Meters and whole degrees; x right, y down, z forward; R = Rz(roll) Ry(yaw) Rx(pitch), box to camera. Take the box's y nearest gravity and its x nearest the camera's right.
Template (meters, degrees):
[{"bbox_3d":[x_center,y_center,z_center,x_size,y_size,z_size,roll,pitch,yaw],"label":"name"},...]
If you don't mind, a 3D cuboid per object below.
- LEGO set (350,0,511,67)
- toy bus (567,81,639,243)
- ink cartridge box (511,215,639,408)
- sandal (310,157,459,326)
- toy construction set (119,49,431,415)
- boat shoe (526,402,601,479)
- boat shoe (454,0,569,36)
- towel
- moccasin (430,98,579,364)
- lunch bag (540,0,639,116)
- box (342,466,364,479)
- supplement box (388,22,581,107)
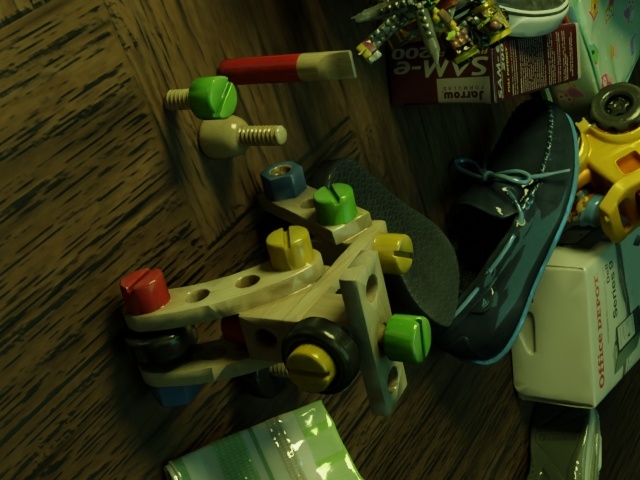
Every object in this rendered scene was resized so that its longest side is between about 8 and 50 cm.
[{"bbox_3d":[0.092,-0.317,0.784,0.255,0.192,0.331,-22,93,-6],"label":"LEGO set"},{"bbox_3d":[0.397,-0.072,1.270,0.149,0.220,0.211,50,12,-54],"label":"toy bus"},{"bbox_3d":[0.392,0.090,1.409,0.289,0.122,0.211,-27,114,-49],"label":"ink cartridge box"},{"bbox_3d":[0.071,0.001,1.035,0.254,0.054,0.097,46,55,-32],"label":"sandal"},{"bbox_3d":[0.000,0.000,0.778,0.257,0.237,0.308,-7,97,-53],"label":"toy construction set"},{"bbox_3d":[0.345,0.370,1.378,0.103,0.118,0.320,39,55,-43],"label":"boat shoe"},{"bbox_3d":[0.148,-0.291,0.974,0.301,0.102,0.108,10,44,-27],"label":"boat shoe"},{"bbox_3d":[-0.042,0.208,0.817,0.152,0.023,0.113,-20,67,-21],"label":"towel"},{"bbox_3d":[0.217,-0.024,1.154,0.117,0.138,0.342,26,72,-30],"label":"moccasin"},{"bbox_3d":[0.382,-0.312,1.375,0.279,0.108,0.224,-54,134,-36],"label":"lunch bag"},{"bbox_3d":[0.011,0.302,0.919,0.203,0.114,0.103,55,50,-38],"label":"box"},{"bbox_3d":[0.195,-0.204,1.113,0.239,0.130,0.073,-24,112,-51],"label":"supplement box"}]
